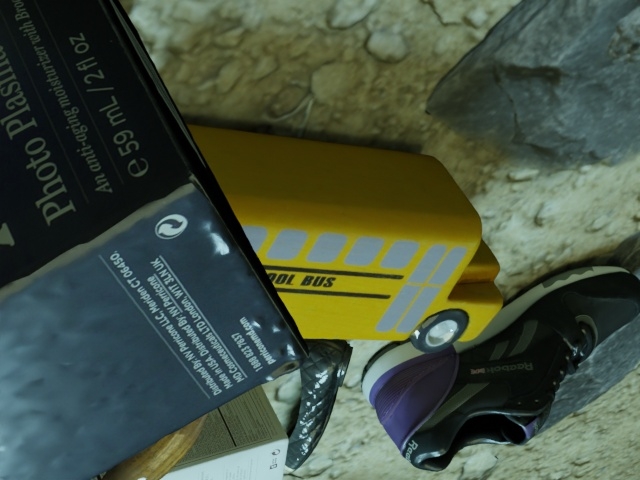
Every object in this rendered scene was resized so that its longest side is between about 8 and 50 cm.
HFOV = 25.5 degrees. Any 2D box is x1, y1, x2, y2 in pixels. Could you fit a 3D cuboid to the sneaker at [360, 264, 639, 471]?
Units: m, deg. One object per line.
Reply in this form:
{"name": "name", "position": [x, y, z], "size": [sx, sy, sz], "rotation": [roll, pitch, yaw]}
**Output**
{"name": "sneaker", "position": [0.190, 0.128, 1.302], "size": [0.283, 0.124, 0.107], "rotation": [-24, 143, -9]}

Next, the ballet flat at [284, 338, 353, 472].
{"name": "ballet flat", "position": [-0.012, 0.143, 1.262], "size": [0.049, 0.057, 0.173], "rotation": [20, 130, 3]}

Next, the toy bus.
{"name": "toy bus", "position": [0.000, 0.000, 1.048], "size": [0.332, 0.108, 0.130], "rotation": [4, 129, -36]}

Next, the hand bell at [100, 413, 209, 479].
{"name": "hand bell", "position": [-0.153, 0.183, 0.936], "size": [0.242, 0.126, 0.126], "rotation": [-49, 140, 6]}

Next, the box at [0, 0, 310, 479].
{"name": "box", "position": [-0.211, -0.011, 0.738], "size": [0.294, 0.296, 0.183], "rotation": [-30, 143, -1]}

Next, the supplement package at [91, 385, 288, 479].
{"name": "supplement package", "position": [-0.152, 0.187, 1.119], "size": [0.203, 0.149, 0.194], "rotation": [-13, 138, -21]}
